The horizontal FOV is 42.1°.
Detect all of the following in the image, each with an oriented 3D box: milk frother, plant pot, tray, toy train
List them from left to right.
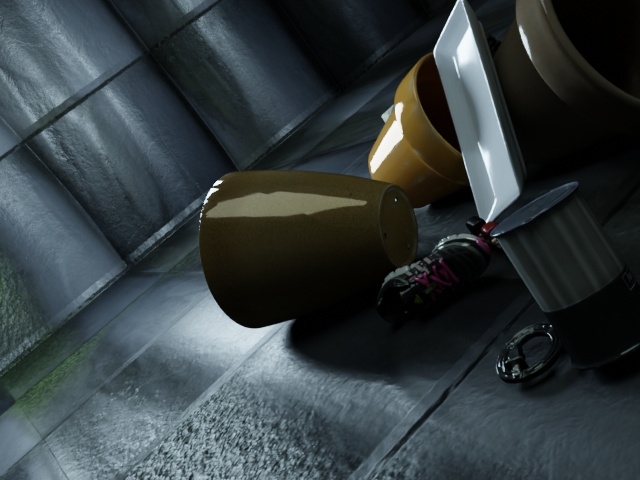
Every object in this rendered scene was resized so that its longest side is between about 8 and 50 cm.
[{"bbox_3d":[0.000,0.000,1.179,0.254,0.237,0.237,-7,29,31],"label":"plant pot"},{"bbox_3d":[0.174,-0.149,1.263,0.205,0.205,0.188,-50,4,-41],"label":"plant pot"},{"bbox_3d":[0.207,-0.162,1.066,0.030,0.270,0.145,-10,-15,-11],"label":"tray"},{"bbox_3d":[0.212,-0.007,1.009,0.027,0.036,0.158,-37,15,-2],"label":"toy train"},{"bbox_3d":[0.188,0.043,0.711,0.143,0.135,0.129,-32,1,9],"label":"milk frother"},{"bbox_3d":[0.320,-0.217,1.061,0.263,0.263,0.229,-47,1,-33],"label":"plant pot"}]

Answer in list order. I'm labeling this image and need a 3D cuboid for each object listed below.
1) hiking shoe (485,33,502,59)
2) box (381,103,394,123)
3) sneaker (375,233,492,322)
[{"bbox_3d":[0.295,-0.292,1.467,0.114,0.227,0.086,-37,55,45],"label":"hiking shoe"},{"bbox_3d":[0.221,-0.219,1.500,0.094,0.113,0.275,-41,14,-11],"label":"box"},{"bbox_3d":[0.128,0.052,0.977,0.170,0.063,0.075,-31,15,40],"label":"sneaker"}]
